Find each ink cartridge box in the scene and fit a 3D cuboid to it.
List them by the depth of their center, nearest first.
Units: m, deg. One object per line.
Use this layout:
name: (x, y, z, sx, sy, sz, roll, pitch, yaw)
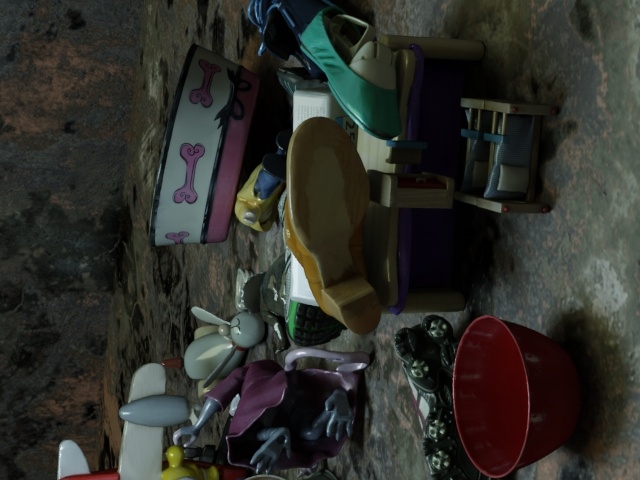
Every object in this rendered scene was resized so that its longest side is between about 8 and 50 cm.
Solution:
ink cartridge box: (0.051, -0.077, 1.762, 0.066, 0.261, 0.296, 9, 105, 31)

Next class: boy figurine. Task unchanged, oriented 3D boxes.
boy figurine: (-0.100, -0.091, 2.273, 0.177, 0.092, 0.285, -60, 3, -30)

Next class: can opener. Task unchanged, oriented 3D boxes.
can opener: (-0.209, 0.447, 2.646, 0.059, 0.073, 0.186, -103, 32, -52)

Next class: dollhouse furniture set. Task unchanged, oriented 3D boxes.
dollhouse furniture set: (0.166, -0.102, 1.444, 0.129, 0.184, 0.129, -156, 67, -68)

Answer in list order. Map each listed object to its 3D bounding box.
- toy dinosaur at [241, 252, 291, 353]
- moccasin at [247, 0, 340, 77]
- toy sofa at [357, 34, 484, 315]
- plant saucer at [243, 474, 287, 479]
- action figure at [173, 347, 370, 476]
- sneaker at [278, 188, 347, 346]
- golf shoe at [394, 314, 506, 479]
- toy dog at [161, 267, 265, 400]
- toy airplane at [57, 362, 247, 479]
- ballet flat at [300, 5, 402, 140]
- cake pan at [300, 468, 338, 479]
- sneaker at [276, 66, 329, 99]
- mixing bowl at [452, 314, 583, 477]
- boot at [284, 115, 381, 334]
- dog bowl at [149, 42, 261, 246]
toy dinosaur: (-0.047, 0.086, 2.059, 0.160, 0.121, 0.313, 60, 146, 13)
moccasin: (-0.054, -0.366, 2.042, 0.342, 0.117, 0.137, 40, 161, 57)
toy sofa: (0.126, -0.085, 1.604, 0.177, 0.150, 0.362, -160, 72, -64)
plant saucer: (-0.080, 0.546, 2.022, 0.311, 0.050, 0.310, -13, 71, 43)
action figure: (-0.094, 0.262, 2.065, 0.370, 0.248, 0.275, -147, 69, -71)
sneaker: (0.000, 0.000, 1.932, 0.146, 0.134, 0.343, 15, 97, 53)
golf shoe: (0.176, 0.232, 1.579, 0.120, 0.105, 0.272, 71, -176, -62)
toy dog: (-0.235, 0.223, 2.567, 0.333, 0.161, 0.220, 111, 152, -43)
toy airplane: (-0.336, 0.493, 2.414, 0.272, 0.384, 0.386, -1, 129, 52)
ballet flat: (0.045, -0.221, 1.512, 0.087, 0.083, 0.247, -60, 37, 24)
cake pan: (-0.010, 0.543, 2.103, 0.293, 0.054, 0.293, 180, 90, -70)
sneaker: (-0.010, -0.233, 2.052, 0.267, 0.101, 0.106, -138, 47, -65)
mixing bowl: (0.233, 0.174, 1.380, 0.181, 0.098, 0.181, 180, 90, -70)
boot: (-0.009, -0.036, 1.525, 0.211, 0.104, 0.295, -134, 27, -63)
dog bowl: (-0.222, -0.174, 2.407, 0.408, 0.150, 0.407, -168, 90, -86)
